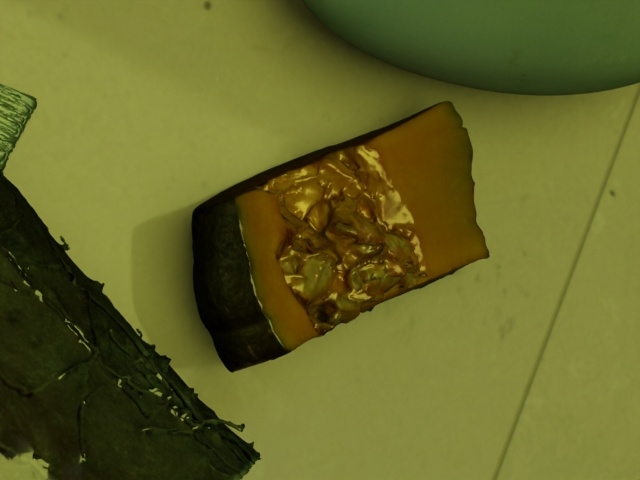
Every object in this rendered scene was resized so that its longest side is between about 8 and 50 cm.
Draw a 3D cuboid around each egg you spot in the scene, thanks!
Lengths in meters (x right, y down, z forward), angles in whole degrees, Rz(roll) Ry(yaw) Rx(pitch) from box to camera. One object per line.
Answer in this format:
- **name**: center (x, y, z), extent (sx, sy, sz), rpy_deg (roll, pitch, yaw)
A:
- **egg**: center (0.154, -0.218, 1.064), extent (0.371, 0.230, 0.230), rpy_deg (-5, 88, -14)

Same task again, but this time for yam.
- **yam**: center (-0.231, 0.073, 0.906), extent (0.241, 0.241, 0.348), rpy_deg (-40, 97, -18)

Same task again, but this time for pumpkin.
- **pumpkin**: center (0.002, 0.000, 1.060), extent (0.248, 0.126, 0.131), rpy_deg (-20, 86, -39)

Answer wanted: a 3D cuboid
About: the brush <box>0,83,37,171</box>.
- **brush**: center (-0.307, -0.108, 1.000), extent (0.218, 0.010, 0.082), rpy_deg (27, 78, -17)
